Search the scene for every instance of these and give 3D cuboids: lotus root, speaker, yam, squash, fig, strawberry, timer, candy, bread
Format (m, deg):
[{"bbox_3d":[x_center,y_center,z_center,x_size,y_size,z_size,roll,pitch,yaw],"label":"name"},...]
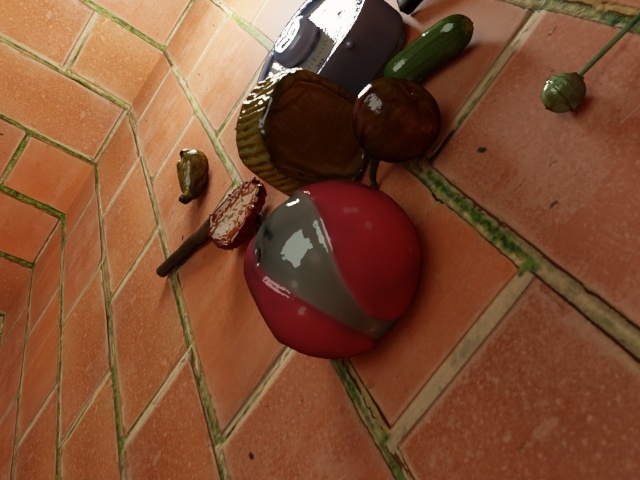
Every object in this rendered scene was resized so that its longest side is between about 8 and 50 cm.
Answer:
[{"bbox_3d":[-0.376,-0.182,1.923,0.108,0.094,0.191,119,151,-53],"label":"lotus root"},{"bbox_3d":[0.024,0.038,1.061,0.294,0.294,0.294,-36,39,36],"label":"speaker"},{"bbox_3d":[-0.348,0.011,1.766,0.327,0.045,0.045,-38,69,36],"label":"yam"},{"bbox_3d":[0.193,-0.343,1.215,0.219,0.068,0.077,-34,46,40],"label":"squash"},{"bbox_3d":[0.127,-0.201,1.140,0.149,0.148,0.202,-32,-9,-13],"label":"fig"},{"bbox_3d":[-0.184,-0.055,1.553,0.188,0.082,0.121,-50,51,3],"label":"strawberry"},{"bbox_3d":[-0.013,-0.415,1.481,0.395,0.173,0.395,-36,40,38],"label":"timer"},{"bbox_3d":[0.384,-0.255,0.892,0.202,0.061,0.061,-46,33,10],"label":"candy"},{"bbox_3d":[-0.030,-0.203,1.259,0.142,0.253,0.227,-2,67,52],"label":"bread"}]

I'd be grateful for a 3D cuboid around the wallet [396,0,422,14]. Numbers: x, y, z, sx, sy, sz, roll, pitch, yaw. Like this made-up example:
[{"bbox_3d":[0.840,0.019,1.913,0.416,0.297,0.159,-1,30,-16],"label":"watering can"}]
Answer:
[{"bbox_3d":[0.186,-0.604,1.377,0.149,0.044,0.250,-37,60,50],"label":"wallet"}]
